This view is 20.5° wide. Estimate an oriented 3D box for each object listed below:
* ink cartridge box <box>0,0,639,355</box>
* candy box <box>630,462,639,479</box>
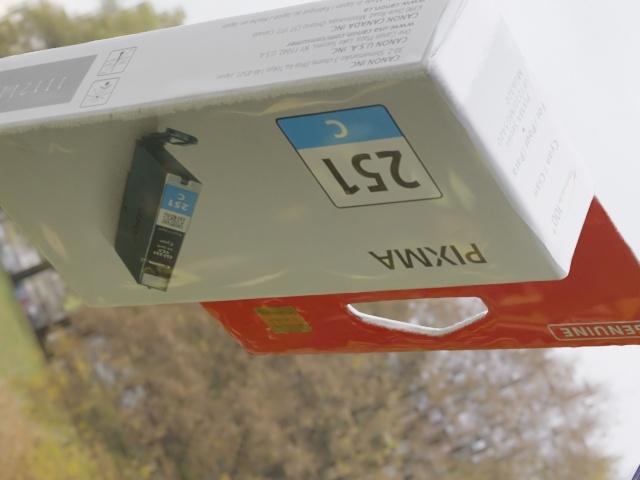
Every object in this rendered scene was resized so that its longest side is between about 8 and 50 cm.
[{"bbox_3d":[0.000,0.000,0.886,0.296,0.066,0.261,-5,-43,37],"label":"ink cartridge box"},{"bbox_3d":[0.234,-0.032,0.425,0.122,0.317,0.268,41,-36,22],"label":"candy box"}]
